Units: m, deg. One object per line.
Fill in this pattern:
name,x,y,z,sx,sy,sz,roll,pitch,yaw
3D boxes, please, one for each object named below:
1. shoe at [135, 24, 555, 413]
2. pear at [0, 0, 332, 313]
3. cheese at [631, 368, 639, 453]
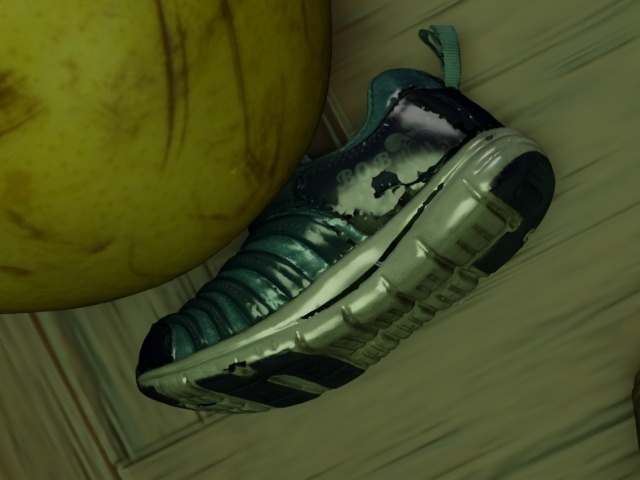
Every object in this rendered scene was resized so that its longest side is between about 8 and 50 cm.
shoe,0.000,0.000,0.805,0.207,0.091,0.106,-40,66,12
pear,-0.131,-0.105,0.720,0.281,0.281,0.280,0,94,7
cheese,0.204,0.182,0.705,0.124,0.242,0.265,-10,93,7
